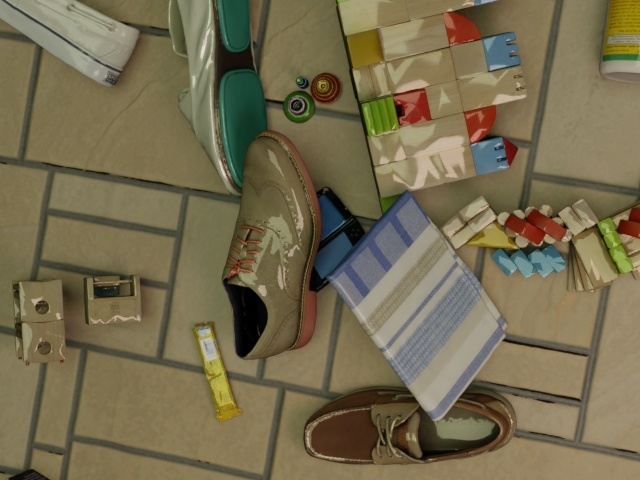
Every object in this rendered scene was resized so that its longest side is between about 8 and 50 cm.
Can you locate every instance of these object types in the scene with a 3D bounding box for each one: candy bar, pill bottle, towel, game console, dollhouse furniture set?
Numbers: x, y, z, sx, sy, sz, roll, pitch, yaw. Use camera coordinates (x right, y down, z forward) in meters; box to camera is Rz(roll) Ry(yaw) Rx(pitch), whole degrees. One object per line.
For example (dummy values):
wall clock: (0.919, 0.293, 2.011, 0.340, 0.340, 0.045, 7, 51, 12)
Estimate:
candy bar: (-0.166, 0.206, 1.812, 0.040, 0.018, 0.161, -17, 87, 6)
pill bottle: (0.473, -0.337, 1.650, 0.118, 0.117, 0.208, 7, 91, 10)
towel: (0.145, 0.094, 1.646, 0.209, 0.034, 0.285, -48, 111, -30)
game console: (0.000, 0.000, 1.754, 0.122, 0.071, 0.107, -39, 44, 8)
dollhouse furniture set: (-0.387, 0.123, 1.818, 0.184, 0.129, 0.128, -3, 90, -20)

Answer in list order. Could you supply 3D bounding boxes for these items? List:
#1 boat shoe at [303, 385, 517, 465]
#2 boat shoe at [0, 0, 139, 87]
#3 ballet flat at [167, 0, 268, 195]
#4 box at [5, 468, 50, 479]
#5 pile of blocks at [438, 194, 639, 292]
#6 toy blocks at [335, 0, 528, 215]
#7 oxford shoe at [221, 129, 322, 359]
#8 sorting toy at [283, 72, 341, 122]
boat shoe: (0.128, 0.278, 1.710, 0.324, 0.116, 0.123, -10, 88, 10)
boat shoe: (-0.442, -0.403, 1.804, 0.367, 0.136, 0.156, 34, 96, 5)
ballet flat: (-0.165, -0.268, 1.763, 0.139, 0.139, 0.400, -4, 97, 10)
box: (-0.451, 0.476, 1.824, 0.158, 0.093, 0.156, 29, 95, 10)
pile of blocks: (0.353, 0.004, 1.673, 0.362, 0.112, 0.148, -1, 90, 10)
toy blocks: (0.181, -0.234, 1.685, 0.261, 0.191, 0.381, -13, 99, 1)
oxford shoe: (-0.080, 0.015, 1.690, 0.123, 0.130, 0.348, 8, 110, 40)
sorting toy: (-0.018, -0.228, 1.775, 0.102, 0.042, 0.061, -34, 84, 9)
